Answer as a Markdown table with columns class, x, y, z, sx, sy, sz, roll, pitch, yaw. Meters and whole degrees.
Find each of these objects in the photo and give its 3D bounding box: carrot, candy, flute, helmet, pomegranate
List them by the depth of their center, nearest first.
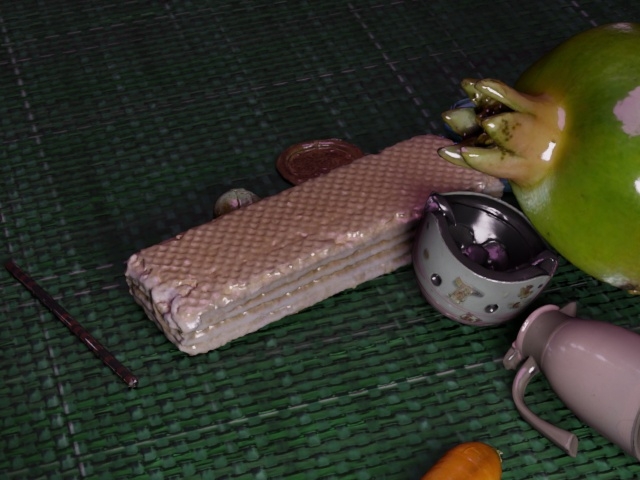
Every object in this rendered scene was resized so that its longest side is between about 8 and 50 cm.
| class | x | y | z | sx | sy | sz | roll | pitch | yaw |
| --- | --- | --- | --- | --- | --- | --- | --- | --- | --- |
| carrot | 0.067 | 0.258 | 1.439 | 0.271 | 0.062 | 0.066 | -32 | 78 | -29 |
| helmet | 0.163 | 0.028 | 1.703 | 0.153 | 0.107 | 0.177 | 26 | 22 | 4 |
| pomegranate | 0.312 | -0.117 | 1.730 | 0.358 | 0.216 | 0.310 | 15 | 41 | -29 |
| flute | -0.269 | 0.087 | 1.731 | 0.014 | 0.014 | 0.269 | -26 | 42 | -28 |
| candy | -0.027 | -0.042 | 1.874 | 0.202 | 0.061 | 0.061 | -8 | 35 | -21 |

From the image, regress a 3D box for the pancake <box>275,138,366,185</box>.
| class | x | y | z | sx | sy | sz | roll | pitch | yaw |
| --- | --- | --- | --- | --- | --- | --- | --- | --- | --- |
| pancake | 0.002 | -0.094 | 1.965 | 0.114 | 0.011 | 0.115 | 0 | 35 | 0 |

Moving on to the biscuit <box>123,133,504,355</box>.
| class | x | y | z | sx | sy | sz | roll | pitch | yaw |
| --- | --- | --- | --- | --- | --- | --- | --- | --- | --- |
| biscuit | 0.000 | 0.000 | 1.778 | 0.426 | 0.079 | 0.144 | -23 | 41 | -24 |

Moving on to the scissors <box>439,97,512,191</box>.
| class | x | y | z | sx | sy | sz | roll | pitch | yaw |
| --- | --- | --- | --- | --- | --- | --- | --- | --- | --- |
| scissors | 0.340 | -0.124 | 1.962 | 0.392 | 0.032 | 0.180 | -2 | 43 | 0 |

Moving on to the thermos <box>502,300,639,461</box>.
| class | x | y | z | sx | sy | sz | roll | pitch | yaw |
| --- | --- | --- | --- | --- | --- | --- | --- | --- | --- |
| thermos | 0.260 | 0.139 | 1.562 | 0.137 | 0.105 | 0.193 | -50 | 45 | -7 |
